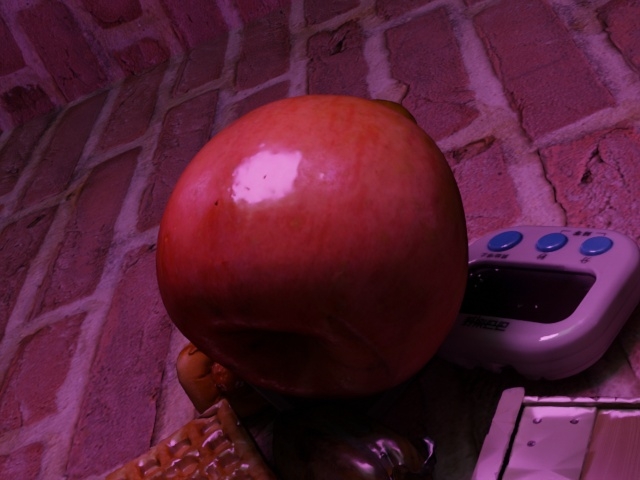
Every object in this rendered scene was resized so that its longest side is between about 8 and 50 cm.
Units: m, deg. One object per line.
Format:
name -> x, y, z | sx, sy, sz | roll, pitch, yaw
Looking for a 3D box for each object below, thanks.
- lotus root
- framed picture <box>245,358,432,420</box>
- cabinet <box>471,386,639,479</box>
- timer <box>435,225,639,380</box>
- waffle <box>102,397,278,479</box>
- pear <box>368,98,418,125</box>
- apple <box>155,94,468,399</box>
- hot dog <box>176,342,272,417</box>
lotus root -> 0.031, 0.256, 1.140 | 0.124, 0.123, 0.241 | -14, 15, -29
framed picture -> 0.030, 0.116, 1.339 | 0.232, 0.019, 0.296 | 40, 62, 13
cabinet -> 0.284, 0.285, 0.763 | 0.317, 0.228, 0.290 | -6, 34, 31
timer -> 0.264, 0.075, 1.273 | 0.262, 0.087, 0.237 | 4, 40, 45
waffle -> -0.137, 0.337, 1.186 | 0.212, 0.091, 0.308 | -33, 27, -9
pear -> 0.101, -0.172, 1.769 | 0.148, 0.149, 0.162 | -18, 25, 17
apple -> 0.000, 0.000, 1.184 | 0.363, 0.364, 0.364 | -21, 28, 12
hot dog -> -0.072, 0.137, 1.415 | 0.153, 0.150, 0.257 | -7, 32, 52
